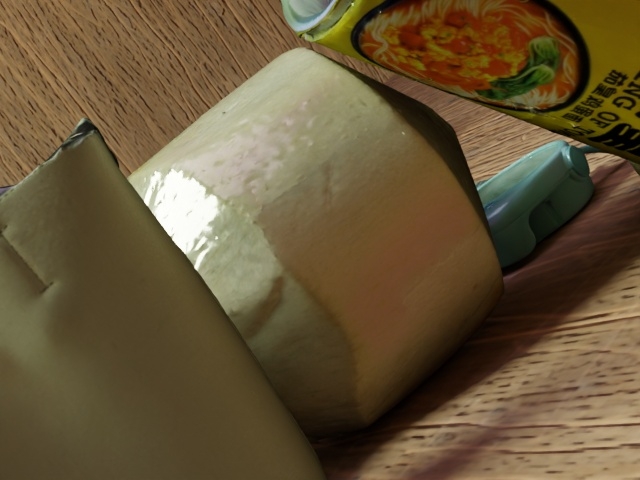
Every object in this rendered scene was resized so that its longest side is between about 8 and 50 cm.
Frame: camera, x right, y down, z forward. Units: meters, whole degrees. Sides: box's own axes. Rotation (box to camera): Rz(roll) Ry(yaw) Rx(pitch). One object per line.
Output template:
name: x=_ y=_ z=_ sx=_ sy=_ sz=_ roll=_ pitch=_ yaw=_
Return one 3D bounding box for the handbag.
handbag: x=-0.152 y=0.076 z=0.770 sx=0.241 sy=0.315 sz=0.109 roll=-39 pitch=10 yaw=-18

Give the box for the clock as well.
clock: x=0.146 y=-0.030 z=1.138 sx=0.147 sy=0.045 sz=0.108 roll=-39 pitch=8 yaw=-28

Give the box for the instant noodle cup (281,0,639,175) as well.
instant noodle cup: x=0.133 y=-0.204 z=0.902 sx=0.325 sy=0.254 sz=0.325 roll=-168 pitch=90 yaw=-73

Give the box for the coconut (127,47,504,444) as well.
coconut: x=0.001 y=-0.001 z=0.981 sx=0.241 sy=0.241 sz=0.241 roll=-36 pitch=7 yaw=5

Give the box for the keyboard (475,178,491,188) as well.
keyboard: x=0.130 y=-0.035 z=1.385 sx=0.055 sy=0.014 sz=0.176 roll=-35 pitch=7 yaw=-15
